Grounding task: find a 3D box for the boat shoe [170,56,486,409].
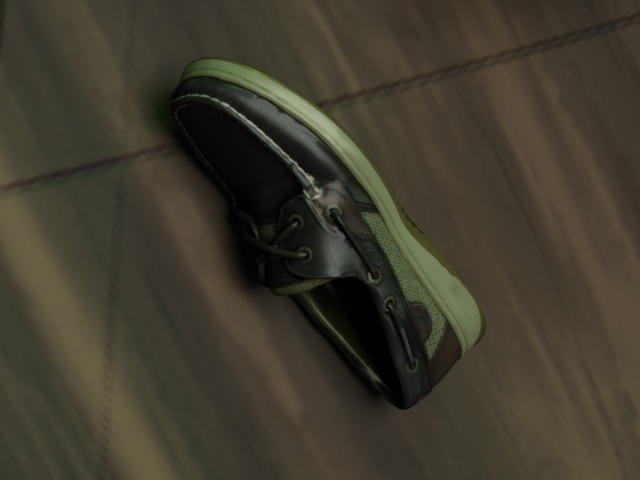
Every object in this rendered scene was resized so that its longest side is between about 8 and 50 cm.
[{"bbox_3d":[0.000,0.000,0.596,0.152,0.056,0.049,45,60,-20],"label":"boat shoe"}]
